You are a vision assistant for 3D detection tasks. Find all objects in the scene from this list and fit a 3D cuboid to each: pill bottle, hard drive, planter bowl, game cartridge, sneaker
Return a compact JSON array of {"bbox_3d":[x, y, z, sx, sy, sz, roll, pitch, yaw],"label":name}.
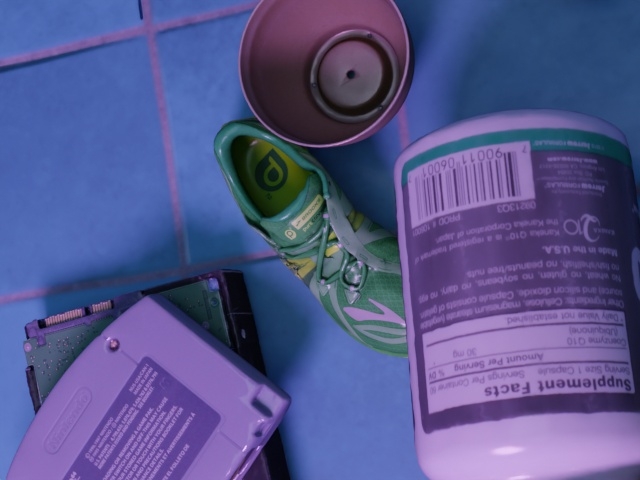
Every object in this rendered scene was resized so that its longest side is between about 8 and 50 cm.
[{"bbox_3d":[0.172,0.093,1.061,0.204,0.204,0.361,-9,73,18],"label":"pill bottle"},{"bbox_3d":[-0.152,0.218,1.268,0.236,0.064,0.339,-16,83,17],"label":"hard drive"},{"bbox_3d":[0.017,-0.162,1.206,0.162,0.109,0.162,-1,88,18],"label":"planter bowl"},{"bbox_3d":[-0.181,0.208,1.219,0.196,0.060,0.294,36,99,13],"label":"game cartridge"},{"bbox_3d":[0.000,0.000,1.197,0.295,0.123,0.109,44,101,14],"label":"sneaker"}]
